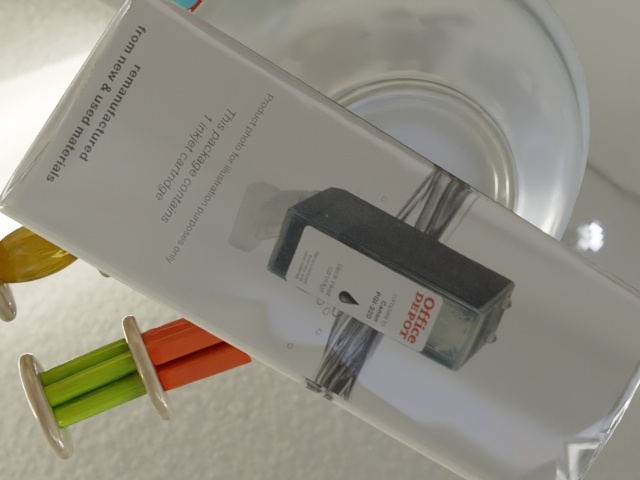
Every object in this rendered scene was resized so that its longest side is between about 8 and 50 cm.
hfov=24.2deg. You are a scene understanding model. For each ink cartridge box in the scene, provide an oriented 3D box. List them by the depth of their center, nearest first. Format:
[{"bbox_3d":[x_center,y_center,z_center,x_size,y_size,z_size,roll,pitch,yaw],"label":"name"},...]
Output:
[{"bbox_3d":[0.000,0.000,0.559,0.218,0.092,0.158,32,-179,-11],"label":"ink cartridge box"}]

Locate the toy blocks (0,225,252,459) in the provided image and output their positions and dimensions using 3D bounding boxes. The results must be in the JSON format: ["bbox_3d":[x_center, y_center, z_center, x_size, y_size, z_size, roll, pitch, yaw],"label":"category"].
[{"bbox_3d":[-0.074,0.018,0.690,0.054,0.148,0.123,154,93,-87],"label":"toy blocks"}]

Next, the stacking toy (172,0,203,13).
[{"bbox_3d":[-0.146,-0.238,1.283,0.221,0.052,0.167,31,-159,-31],"label":"stacking toy"}]

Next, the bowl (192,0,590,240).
[{"bbox_3d":[0.040,-0.046,0.939,0.298,0.298,0.134,28,-167,-14],"label":"bowl"}]
